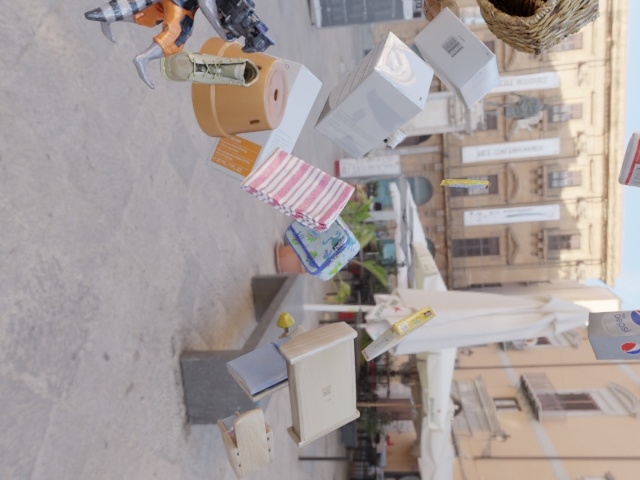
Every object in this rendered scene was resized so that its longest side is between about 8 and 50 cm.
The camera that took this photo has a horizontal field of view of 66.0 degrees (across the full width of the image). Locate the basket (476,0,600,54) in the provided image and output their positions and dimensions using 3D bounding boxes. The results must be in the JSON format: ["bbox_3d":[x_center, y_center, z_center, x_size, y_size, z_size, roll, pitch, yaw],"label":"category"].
[{"bbox_3d":[0.463,-0.608,1.118,0.223,0.213,0.299,39,25,-58],"label":"basket"}]

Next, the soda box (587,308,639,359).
[{"bbox_3d":[0.831,0.232,1.224,0.098,0.286,0.091,56,43,-26],"label":"soda box"}]

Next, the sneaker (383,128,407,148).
[{"bbox_3d":[0.184,-0.309,1.386,0.061,0.054,0.152,-54,-148,19],"label":"sneaker"}]

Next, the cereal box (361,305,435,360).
[{"bbox_3d":[0.258,0.315,1.656,0.047,0.173,0.240,58,-37,18],"label":"cereal box"}]

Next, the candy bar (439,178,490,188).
[{"bbox_3d":[0.469,-0.184,1.597,0.040,0.161,0.018,88,6,-71],"label":"candy bar"}]

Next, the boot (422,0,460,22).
[{"bbox_3d":[0.446,-0.845,1.840,0.152,0.073,0.197,126,-54,-80],"label":"boot"}]

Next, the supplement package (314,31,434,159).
[{"bbox_3d":[0.089,-0.241,0.848,0.179,0.105,0.105,-31,-149,51],"label":"supplement package"}]

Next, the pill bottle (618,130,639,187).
[{"bbox_3d":[1.022,-0.210,1.393,0.161,0.283,0.161,-41,139,-49],"label":"pill bottle"}]

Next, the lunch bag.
[{"bbox_3d":[0.000,0.000,1.459,0.090,0.176,0.219,33,19,-48],"label":"lunch bag"}]

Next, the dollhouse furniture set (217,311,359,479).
[{"bbox_3d":[-0.106,0.235,0.976,0.303,0.286,0.198,30,-50,52],"label":"dollhouse furniture set"}]

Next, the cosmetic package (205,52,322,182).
[{"bbox_3d":[-0.207,-0.425,1.799,0.161,0.230,0.453,19,97,-63],"label":"cosmetic package"}]

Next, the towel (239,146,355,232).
[{"bbox_3d":[-0.043,-0.109,0.994,0.144,0.197,0.029,-55,171,-39],"label":"towel"}]

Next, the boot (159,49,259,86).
[{"bbox_3d":[-0.259,-0.407,1.173,0.213,0.165,0.077,-34,134,-63],"label":"boot"}]

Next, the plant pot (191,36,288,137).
[{"bbox_3d":[-0.222,-0.441,1.467,0.291,0.203,0.291,10,90,-78],"label":"plant pot"}]

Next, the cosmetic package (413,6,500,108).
[{"bbox_3d":[0.432,-0.564,1.552,0.224,0.138,0.225,54,19,17],"label":"cosmetic package"}]

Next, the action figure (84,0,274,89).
[{"bbox_3d":[-0.227,-0.431,0.883,0.341,0.330,0.178,48,0,40],"label":"action figure"}]
